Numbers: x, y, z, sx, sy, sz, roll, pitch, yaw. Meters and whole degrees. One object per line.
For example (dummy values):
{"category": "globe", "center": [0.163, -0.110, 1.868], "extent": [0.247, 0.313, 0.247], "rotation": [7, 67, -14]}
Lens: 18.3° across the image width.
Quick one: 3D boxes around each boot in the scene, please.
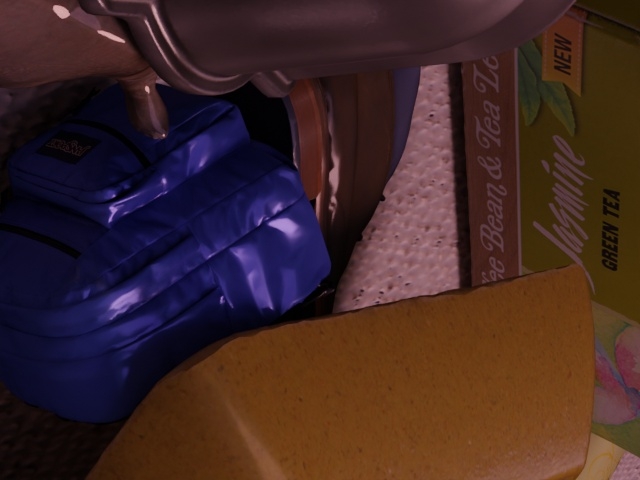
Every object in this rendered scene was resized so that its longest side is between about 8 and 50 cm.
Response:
{"category": "boot", "center": [0.000, 0.000, 0.877], "extent": [0.106, 0.082, 0.219], "rotation": [-31, 138, -41]}

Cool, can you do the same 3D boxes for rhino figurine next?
{"category": "rhino figurine", "center": [-0.103, -0.084, 0.598], "extent": [0.073, 0.106, 0.243], "rotation": [-64, 152, 3]}

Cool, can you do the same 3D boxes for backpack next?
{"category": "backpack", "center": [-0.076, 0.004, 0.740], "extent": [0.120, 0.098, 0.101], "rotation": [-40, 121, -28]}

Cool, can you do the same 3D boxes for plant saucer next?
{"category": "plant saucer", "center": [-0.025, 0.167, 0.873], "extent": [0.333, 0.081, 0.333], "rotation": [-52, 157, 25]}

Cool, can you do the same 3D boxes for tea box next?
{"category": "tea box", "center": [0.264, -0.030, 1.037], "extent": [0.220, 0.324, 0.329], "rotation": [-46, 148, -30]}

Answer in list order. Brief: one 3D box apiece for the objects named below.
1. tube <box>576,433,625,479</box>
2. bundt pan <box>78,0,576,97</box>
{"category": "tube", "center": [0.162, 0.160, 1.327], "extent": [0.070, 0.062, 0.240], "rotation": [-32, -172, 48]}
{"category": "bundt pan", "center": [0.032, -0.201, 0.598], "extent": [0.331, 0.124, 0.330], "rotation": [7, 90, -67]}
